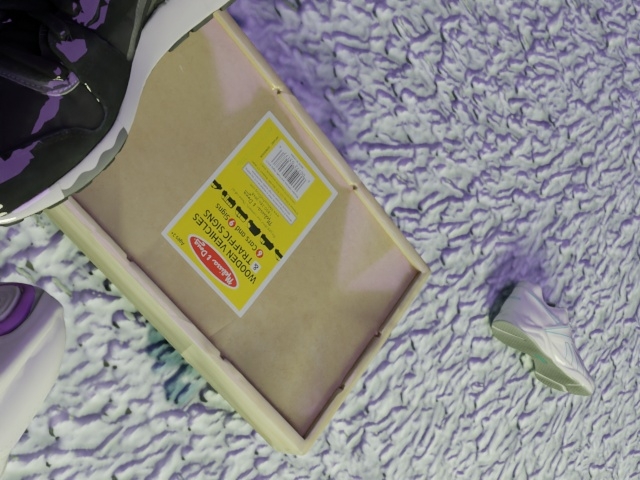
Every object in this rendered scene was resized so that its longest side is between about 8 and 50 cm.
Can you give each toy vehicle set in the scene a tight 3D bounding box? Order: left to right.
[{"bbox_3d":[-0.053,-0.012,0.611,0.267,0.035,0.166,51,61,-22],"label":"toy vehicle set"}]

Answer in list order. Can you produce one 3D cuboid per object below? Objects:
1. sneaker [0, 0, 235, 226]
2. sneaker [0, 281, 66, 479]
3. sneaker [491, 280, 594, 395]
[{"bbox_3d":[-0.129,-0.139,0.490,0.283,0.107,0.124,-60,158,-31],"label":"sneaker"},{"bbox_3d":[-0.223,0.155,0.468,0.305,0.114,0.152,-54,140,-20],"label":"sneaker"},{"bbox_3d":[0.217,0.094,0.887,0.152,0.054,0.061,45,61,-35],"label":"sneaker"}]
